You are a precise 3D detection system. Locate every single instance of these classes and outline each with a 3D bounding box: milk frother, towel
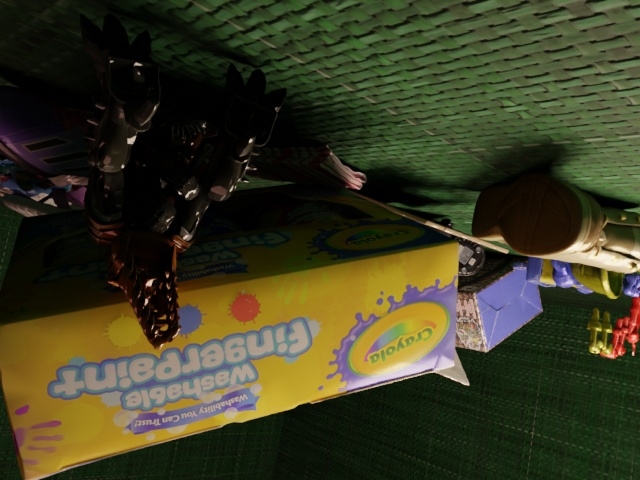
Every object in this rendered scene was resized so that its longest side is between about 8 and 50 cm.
[{"bbox_3d":[0.262,0.027,1.280,0.143,0.129,0.135,53,175,5],"label":"milk frother"},{"bbox_3d":[-0.049,-0.106,0.821,0.197,0.029,0.144,8,175,25],"label":"towel"}]

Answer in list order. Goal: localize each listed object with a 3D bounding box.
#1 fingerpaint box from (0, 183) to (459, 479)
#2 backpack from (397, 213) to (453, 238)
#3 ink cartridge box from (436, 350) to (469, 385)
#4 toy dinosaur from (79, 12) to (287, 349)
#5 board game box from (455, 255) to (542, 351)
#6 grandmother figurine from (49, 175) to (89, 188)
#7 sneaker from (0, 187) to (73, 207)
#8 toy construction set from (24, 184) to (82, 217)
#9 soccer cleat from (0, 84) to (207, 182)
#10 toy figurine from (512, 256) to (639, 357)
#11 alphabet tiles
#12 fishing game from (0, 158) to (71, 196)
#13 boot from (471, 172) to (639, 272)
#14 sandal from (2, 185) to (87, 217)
[{"bbox_3d":[-0.123,0.052,0.716,0.445,0.163,0.371,-9,-161,-20],"label":"fingerpaint box"},{"bbox_3d":[0.154,0.009,1.115,0.158,0.117,0.173,11,176,-2],"label":"backpack"},{"bbox_3d":[0.086,0.112,1.119,0.308,0.091,0.385,25,-153,-24],"label":"ink cartridge box"},{"bbox_3d":[-0.137,-0.050,0.518,0.164,0.218,0.322,-4,-132,-45],"label":"toy dinosaur"},{"bbox_3d":[0.339,0.139,1.433,0.232,0.141,0.291,-23,-165,-35],"label":"board game box"},{"bbox_3d":[-0.358,-0.106,0.995,0.208,0.104,0.342,24,173,5],"label":"grandmother figurine"},{"bbox_3d":[-0.680,-0.126,1.394,0.095,0.090,0.235,-6,166,36],"label":"sneaker"},{"bbox_3d":[-0.539,-0.010,1.447,0.309,0.257,0.237,-4,178,25],"label":"toy construction set"},{"bbox_3d":[-0.280,-0.125,0.768,0.116,0.108,0.318,-18,159,22],"label":"soccer cleat"},{"bbox_3d":[0.427,0.082,1.031,0.217,0.191,0.362,14,-178,39],"label":"toy figurine"},{"bbox_3d":[0.140,-0.038,0.907,0.198,0.009,0.237,15,-173,-40],"label":"alphabet tiles"},{"bbox_3d":[-0.626,-0.124,1.249,0.264,0.041,0.189,-17,156,40],"label":"fishing game"},{"bbox_3d":[0.321,-0.012,0.717,0.203,0.095,0.262,12,180,-6],"label":"boot"},{"bbox_3d":[-0.480,-0.055,1.203,0.416,0.102,0.169,15,163,31],"label":"sandal"}]
